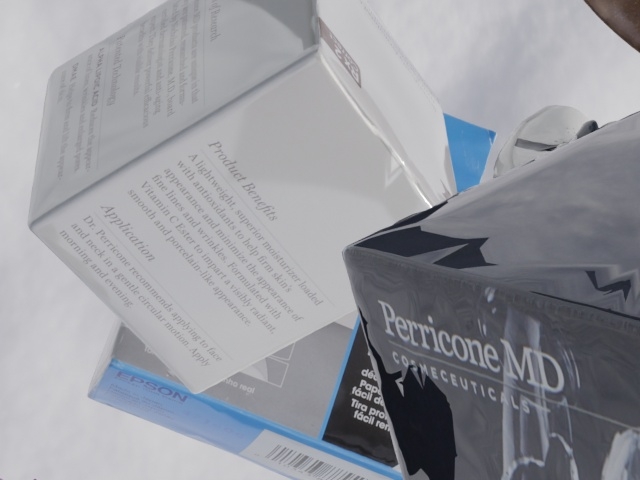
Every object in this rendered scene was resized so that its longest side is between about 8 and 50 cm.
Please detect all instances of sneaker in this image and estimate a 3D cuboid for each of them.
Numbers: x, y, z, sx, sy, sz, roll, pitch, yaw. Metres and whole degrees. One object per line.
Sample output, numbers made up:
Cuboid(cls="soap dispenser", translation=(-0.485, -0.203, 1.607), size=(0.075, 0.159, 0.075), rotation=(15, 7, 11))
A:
Cuboid(cls="sneaker", translation=(0.184, -0.039, 1.038), size=(0.094, 0.235, 0.153), rotation=(38, 130, -9))

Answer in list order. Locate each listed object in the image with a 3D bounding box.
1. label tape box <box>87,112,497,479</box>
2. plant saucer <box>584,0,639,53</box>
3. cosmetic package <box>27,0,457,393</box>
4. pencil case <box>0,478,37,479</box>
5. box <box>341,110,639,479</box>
Cuboid(cls="label tape box", translation=(0.000, 0.000, 1.230), size=(0.249, 0.348, 0.115), rotation=(22, 157, -8))
Cuboid(cls="plant saucer", translation=(0.239, -0.136, 0.957), size=(0.198, 0.198, 0.036), rotation=(34, 85, -8))
Cuboid(cls="cosmetic package", translation=(-0.039, -0.046, 0.874), size=(0.183, 0.151, 0.151), rotation=(-28, 125, 17))
Cuboid(cls="pencil case", translation=(-0.185, 0.184, 0.772), size=(0.064, 0.152, 0.070), rotation=(43, 130, -17))
Cuboid(cls="box", translation=(0.198, 0.134, 0.456), size=(0.179, 0.343, 0.313), rotation=(-23, 109, -27))
